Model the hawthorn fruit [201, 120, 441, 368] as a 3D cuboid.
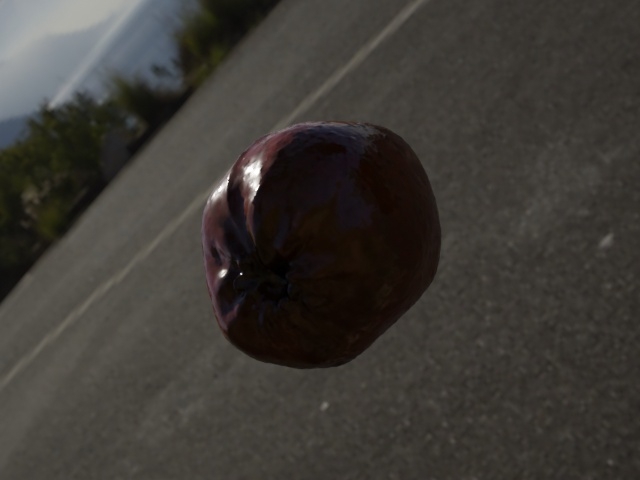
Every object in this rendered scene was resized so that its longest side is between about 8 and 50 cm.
[{"bbox_3d":[0.000,0.000,0.641,0.128,0.128,0.128,-46,13,14],"label":"hawthorn fruit"}]
